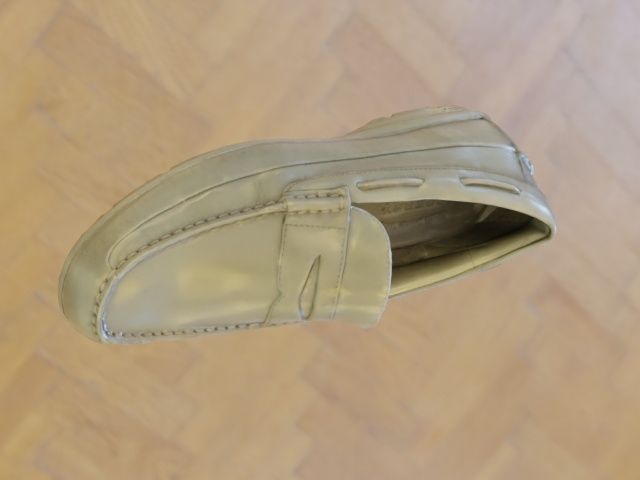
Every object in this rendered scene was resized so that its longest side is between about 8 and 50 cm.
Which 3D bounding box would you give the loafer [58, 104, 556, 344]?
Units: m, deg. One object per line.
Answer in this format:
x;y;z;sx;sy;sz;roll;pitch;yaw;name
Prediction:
0.000;0.000;1.145;0.319;0.111;0.112;-19;138;-28;loafer
